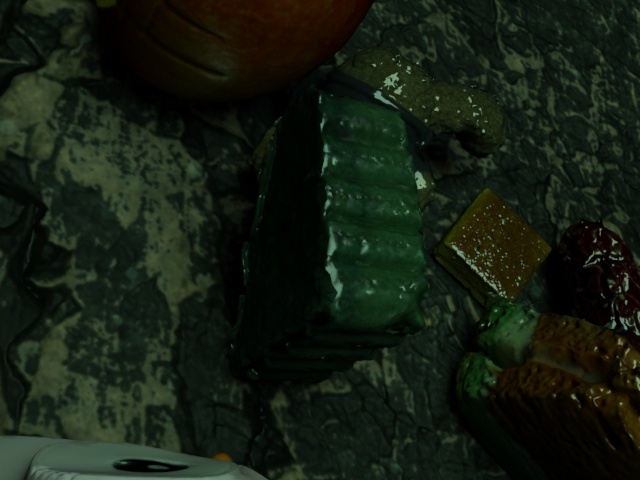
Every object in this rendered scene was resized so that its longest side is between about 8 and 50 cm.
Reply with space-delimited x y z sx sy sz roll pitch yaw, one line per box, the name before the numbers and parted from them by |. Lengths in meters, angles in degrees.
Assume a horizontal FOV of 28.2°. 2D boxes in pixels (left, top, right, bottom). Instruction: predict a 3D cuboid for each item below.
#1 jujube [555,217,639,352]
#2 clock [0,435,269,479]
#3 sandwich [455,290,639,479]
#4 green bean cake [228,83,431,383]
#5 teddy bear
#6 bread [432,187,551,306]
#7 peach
jujube | 0.283 0.058 1.238 0.104 0.104 0.165 12 50 -24
clock | -0.118 0.261 0.735 0.368 0.377 0.250 21 62 -19
sandwich | 0.248 0.180 1.099 0.109 0.212 0.292 -42 104 -23
green bean cake | 0.000 0.000 1.037 0.107 0.193 0.208 5 68 -26
teddy bear | 0.049 -0.113 1.171 0.182 0.129 0.251 30 49 33
bread | 0.166 0.009 1.232 0.090 0.035 0.094 44 53 -2
peach | -0.058 -0.254 1.095 0.245 0.275 0.248 1 71 -25
